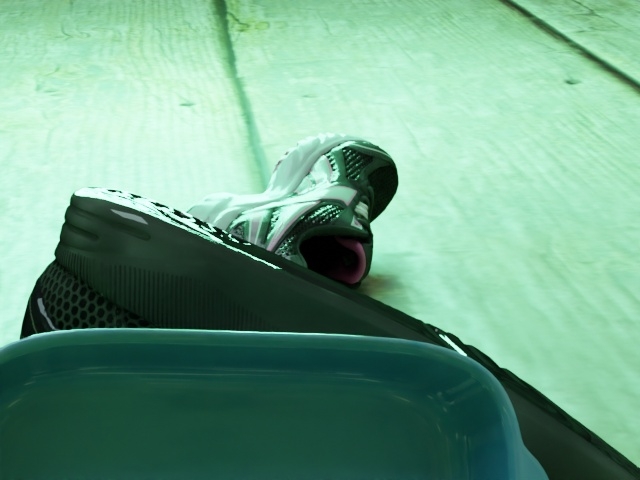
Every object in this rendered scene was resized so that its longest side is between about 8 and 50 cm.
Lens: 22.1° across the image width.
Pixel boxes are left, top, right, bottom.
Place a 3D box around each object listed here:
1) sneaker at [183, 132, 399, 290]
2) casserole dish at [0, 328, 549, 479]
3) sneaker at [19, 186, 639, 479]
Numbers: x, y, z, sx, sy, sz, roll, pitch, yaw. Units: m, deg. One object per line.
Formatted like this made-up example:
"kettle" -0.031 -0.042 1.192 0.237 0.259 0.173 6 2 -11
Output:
"sneaker" 0.000 0.000 0.868 0.077 0.072 0.178 20 32 26
"casserole dish" -0.025 0.084 0.469 0.188 0.114 0.037 2 -9 -16
"sneaker" 0.000 0.082 0.550 0.228 0.130 0.087 23 6 -14
